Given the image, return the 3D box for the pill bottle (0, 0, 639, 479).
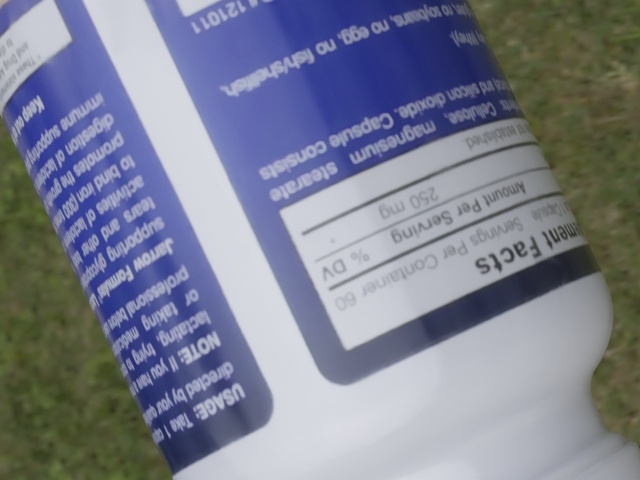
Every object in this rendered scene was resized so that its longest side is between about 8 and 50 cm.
[{"bbox_3d":[0.000,0.000,0.639,0.153,0.153,0.264,-30,83,41],"label":"pill bottle"}]
